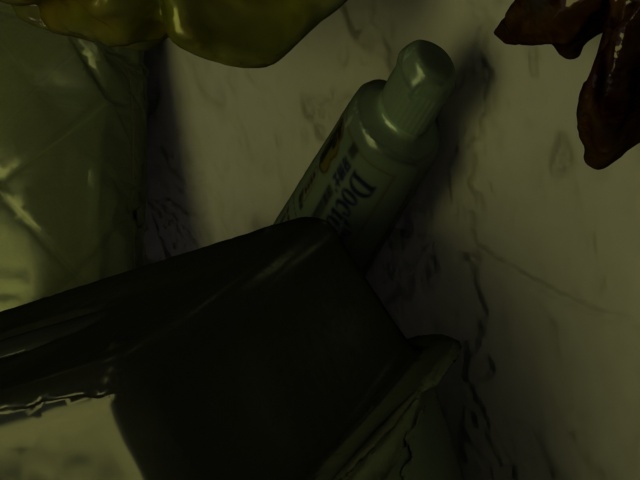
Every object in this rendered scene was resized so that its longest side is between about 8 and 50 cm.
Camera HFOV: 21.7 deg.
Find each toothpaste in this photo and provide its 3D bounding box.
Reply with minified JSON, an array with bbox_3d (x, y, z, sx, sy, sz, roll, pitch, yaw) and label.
[{"bbox_3d":[0.000,0.000,0.725,0.067,0.037,0.255,58,145,20],"label":"toothpaste"}]

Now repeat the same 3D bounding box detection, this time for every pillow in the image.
[{"bbox_3d":[-0.212,-0.007,0.885,0.281,0.076,0.274,-1,86,20],"label":"pillow"}]

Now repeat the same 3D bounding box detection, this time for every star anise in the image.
[{"bbox_3d":[0.111,-0.088,0.515,0.168,0.057,0.168,22,116,54],"label":"star anise"}]

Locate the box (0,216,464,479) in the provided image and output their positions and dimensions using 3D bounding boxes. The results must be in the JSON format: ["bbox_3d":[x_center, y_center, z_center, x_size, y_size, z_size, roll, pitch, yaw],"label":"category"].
[{"bbox_3d":[-0.092,0.114,0.668,0.290,0.220,0.166,-17,101,30],"label":"box"}]

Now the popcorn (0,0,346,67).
[{"bbox_3d":[-0.071,-0.185,0.649,0.217,0.181,0.235,47,140,37],"label":"popcorn"}]
